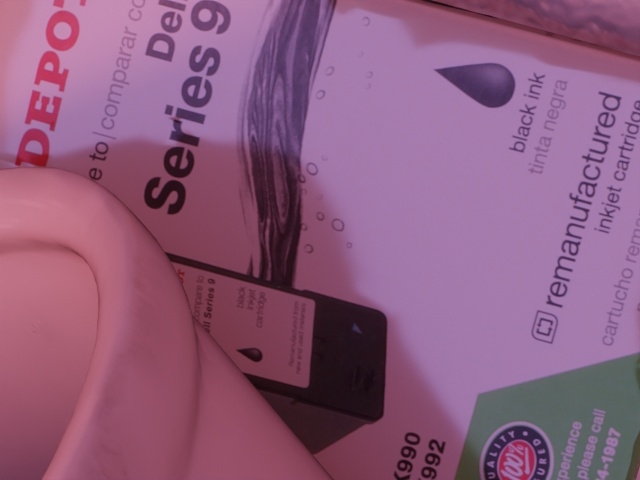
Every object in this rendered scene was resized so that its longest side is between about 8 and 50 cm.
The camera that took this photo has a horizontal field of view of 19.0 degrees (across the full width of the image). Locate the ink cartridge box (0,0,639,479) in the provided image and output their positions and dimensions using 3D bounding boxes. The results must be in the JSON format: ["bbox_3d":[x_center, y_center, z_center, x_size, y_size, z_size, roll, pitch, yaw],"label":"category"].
[{"bbox_3d":[0.000,0.000,0.782,0.289,0.121,0.211,15,98,5],"label":"ink cartridge box"}]

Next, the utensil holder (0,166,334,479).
[{"bbox_3d":[-0.082,0.224,0.647,0.327,0.328,0.385,-33,117,9],"label":"utensil holder"}]
